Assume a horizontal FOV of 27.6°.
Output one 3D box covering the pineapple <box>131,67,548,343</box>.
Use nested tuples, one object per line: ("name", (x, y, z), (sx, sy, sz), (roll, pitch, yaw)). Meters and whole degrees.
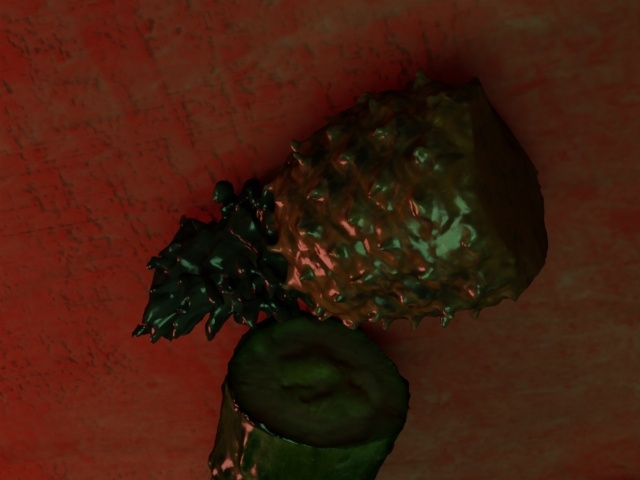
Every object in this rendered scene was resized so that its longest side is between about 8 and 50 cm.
("pineapple", (0.000, 0.000, 0.841), (0.278, 0.158, 0.158), (-18, 118, 27))

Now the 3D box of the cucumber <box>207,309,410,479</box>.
("cucumber", (-0.024, 0.178, 0.950), (0.134, 0.134, 0.244), (13, 126, -3))
